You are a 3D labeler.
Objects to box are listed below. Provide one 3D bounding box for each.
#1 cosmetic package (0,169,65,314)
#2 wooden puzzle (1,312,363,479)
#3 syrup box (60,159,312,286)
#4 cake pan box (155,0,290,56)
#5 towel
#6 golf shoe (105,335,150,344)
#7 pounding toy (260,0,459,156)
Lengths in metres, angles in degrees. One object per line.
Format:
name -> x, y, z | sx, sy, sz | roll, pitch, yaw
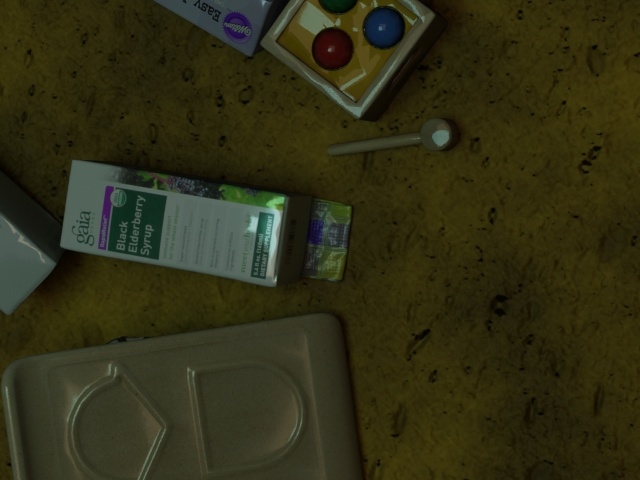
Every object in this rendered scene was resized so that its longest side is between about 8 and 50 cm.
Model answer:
cosmetic package -> -0.371, -0.040, 1.567 | 0.231, 0.117, 0.085 | 41, 101, -10
wooden puzzle -> -0.128, 0.252, 1.533 | 0.348, 0.080, 0.322 | -8, 91, -13
syrup box -> -0.136, -0.020, 1.546 | 0.237, 0.096, 0.093 | 10, 95, 15
cake pan box -> -0.118, -0.343, 1.497 | 0.267, 0.070, 0.246 | 32, 129, 10
towel -> 0.000, 0.000, 1.563 | 0.060, 0.009, 0.083 | 11, 95, 14
golf shoe -> -0.186, 0.191, 1.587 | 0.086, 0.067, 0.186 | -20, 88, 13
pounding toy -> 0.048, -0.160, 1.500 | 0.206, 0.094, 0.181 | 38, 101, 10
